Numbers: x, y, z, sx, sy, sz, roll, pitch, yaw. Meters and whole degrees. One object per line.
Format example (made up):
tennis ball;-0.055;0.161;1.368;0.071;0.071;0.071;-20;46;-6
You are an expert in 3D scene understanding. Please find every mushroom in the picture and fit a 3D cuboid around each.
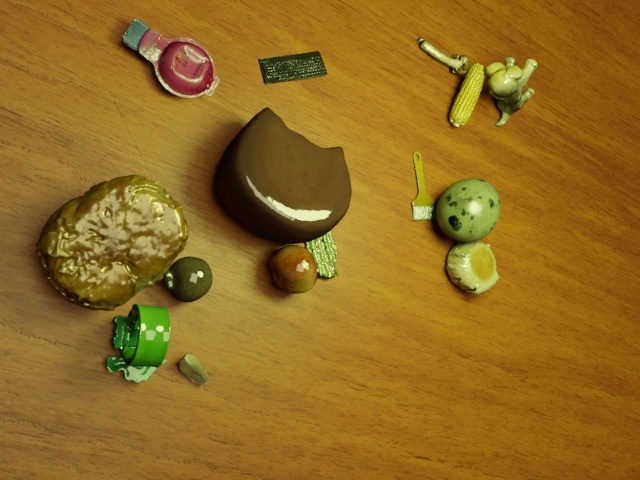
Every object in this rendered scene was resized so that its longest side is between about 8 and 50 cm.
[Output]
mushroom;0.377;-0.565;2.121;0.187;0.061;0.060;25;42;-20

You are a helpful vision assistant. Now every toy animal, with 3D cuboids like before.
toy animal;0.579;-0.477;2.147;0.169;0.121;0.233;-59;153;-14

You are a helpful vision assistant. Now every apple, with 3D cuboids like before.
apple;-0.067;0.073;1.725;0.102;0.126;0.126;-18;92;-25

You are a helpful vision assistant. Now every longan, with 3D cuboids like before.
longan;-0.305;0.089;1.596;0.119;0.106;0.106;2;81;-38

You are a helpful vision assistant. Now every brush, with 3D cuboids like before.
brush;0.294;-0.160;2.035;0.083;0.011;0.205;-3;83;-29

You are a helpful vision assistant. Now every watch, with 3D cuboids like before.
watch;-0.375;0.224;1.506;0.131;0.152;0.165;13;75;-31

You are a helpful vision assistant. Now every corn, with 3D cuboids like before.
corn;0.447;-0.439;2.119;0.067;0.067;0.206;25;83;-25

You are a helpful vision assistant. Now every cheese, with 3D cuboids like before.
cheese;-0.354;-0.433;1.671;0.244;0.062;0.155;31;67;-22

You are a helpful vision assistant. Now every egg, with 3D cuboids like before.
egg;0.432;-0.093;2.013;0.228;0.177;0.177;-42;104;-45

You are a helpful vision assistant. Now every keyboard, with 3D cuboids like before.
keyboard;-0.070;-0.465;1.868;0.196;0.015;0.074;-16;90;-31

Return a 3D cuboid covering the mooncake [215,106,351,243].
mooncake;-0.096;-0.155;1.710;0.325;0.174;0.334;-7;76;-29

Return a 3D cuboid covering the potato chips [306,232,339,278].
potato chips;0.000;0.000;1.829;0.092;0.028;0.208;-7;87;-32

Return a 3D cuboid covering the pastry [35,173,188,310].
pastry;-0.442;0.002;1.494;0.310;0.162;0.255;-32;109;-20

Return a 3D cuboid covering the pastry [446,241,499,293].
pastry;0.446;0.075;2.042;0.165;0.088;0.166;4;81;-29

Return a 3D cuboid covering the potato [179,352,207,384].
potato;-0.298;0.294;1.611;0.093;0.036;0.037;58;21;-30
